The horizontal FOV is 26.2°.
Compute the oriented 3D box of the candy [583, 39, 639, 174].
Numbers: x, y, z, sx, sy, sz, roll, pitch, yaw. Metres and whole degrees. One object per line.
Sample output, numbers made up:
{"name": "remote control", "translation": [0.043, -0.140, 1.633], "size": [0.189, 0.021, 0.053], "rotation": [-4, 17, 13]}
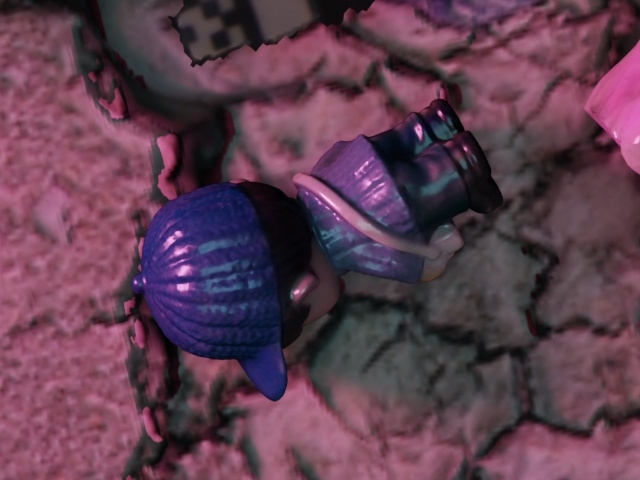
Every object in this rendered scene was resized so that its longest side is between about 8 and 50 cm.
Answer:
{"name": "candy", "translation": [0.241, -0.091, 0.504], "size": [0.155, 0.116, 0.265], "rotation": [38, 110, -15]}

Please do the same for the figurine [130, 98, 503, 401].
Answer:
{"name": "figurine", "translation": [0.000, 0.000, 0.562], "size": [0.149, 0.087, 0.086], "rotation": [-31, 58, 1]}

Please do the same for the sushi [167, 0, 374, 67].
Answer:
{"name": "sushi", "translation": [0.045, -0.273, 0.449], "size": [0.296, 0.100, 0.373], "rotation": [-21, 106, -17]}
